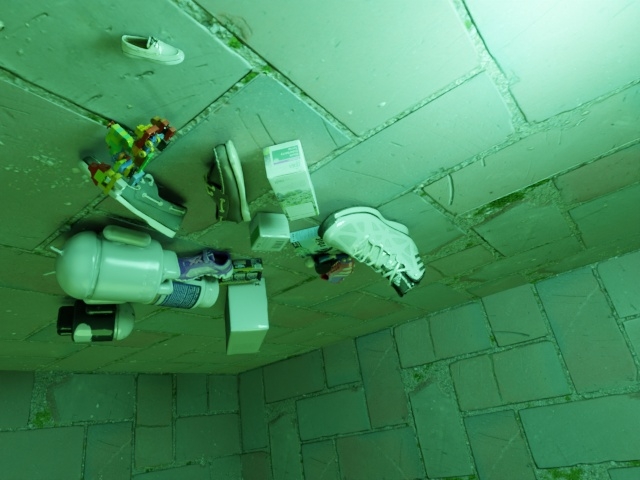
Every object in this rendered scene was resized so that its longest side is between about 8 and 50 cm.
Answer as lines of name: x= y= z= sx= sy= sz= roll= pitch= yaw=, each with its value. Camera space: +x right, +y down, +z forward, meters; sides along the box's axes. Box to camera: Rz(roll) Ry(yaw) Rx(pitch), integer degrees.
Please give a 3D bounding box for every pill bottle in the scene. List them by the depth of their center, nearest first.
pill bottle: x=-0.518 y=0.171 z=1.528 sx=0.153 sy=0.153 sz=0.264 roll=-28 pitch=149 yaw=34

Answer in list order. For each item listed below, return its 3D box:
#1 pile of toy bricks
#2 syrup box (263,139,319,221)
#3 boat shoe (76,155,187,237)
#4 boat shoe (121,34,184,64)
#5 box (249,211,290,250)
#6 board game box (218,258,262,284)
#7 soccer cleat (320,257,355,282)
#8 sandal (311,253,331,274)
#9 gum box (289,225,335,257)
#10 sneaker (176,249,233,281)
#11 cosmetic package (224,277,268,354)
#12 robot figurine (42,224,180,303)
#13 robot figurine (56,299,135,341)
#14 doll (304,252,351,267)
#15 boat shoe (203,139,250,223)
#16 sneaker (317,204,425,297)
pile of toy bricks: x=-0.403 y=-0.197 z=0.867 sx=0.105 sy=0.118 sz=0.212 roll=44 pitch=126 yaw=-13
syrup box: x=-0.071 y=-0.147 z=1.083 sx=0.093 sy=0.096 sz=0.237 roll=-13 pitch=155 yaw=3
boat shoe: x=-0.453 y=-0.121 z=1.040 sx=0.099 sy=0.116 sz=0.319 roll=-52 pitch=146 yaw=-10
boat shoe: x=-0.283 y=-0.325 z=0.704 sx=0.100 sy=0.035 sz=0.035 roll=5 pitch=155 yaw=-15
box: x=-0.162 y=-0.026 z=1.317 sx=0.101 sy=0.087 sz=0.101 roll=4 pitch=152 yaw=-26
board game box: x=-0.315 y=0.123 z=1.626 sx=0.170 sy=0.048 sz=0.141 roll=-3 pitch=156 yaw=-15
soccer cleat: x=0.072 y=0.117 z=1.724 sx=0.095 sy=0.083 sz=0.248 roll=2 pitch=156 yaw=-14
sandal: x=-0.001 y=0.077 z=1.665 sx=0.067 sy=0.040 sz=0.179 roll=-17 pitch=140 yaw=3
gum box: x=0.000 y=0.000 z=1.487 sx=0.184 sy=0.041 sz=0.157 roll=-13 pitch=155 yaw=7
sneaker: x=-0.414 y=0.078 z=1.456 sx=0.236 sy=0.095 sz=0.104 roll=-2 pitch=148 yaw=-27
cosmetic package: x=-0.348 y=0.360 z=1.904 sx=0.161 sy=0.230 sz=0.453 roll=-1 pitch=153 yaw=-16
robot figurine: x=-0.612 y=0.080 z=1.246 sx=0.353 sy=0.200 sz=0.300 roll=10 pitch=121 yaw=-36
robot figurine: x=-0.905 y=0.321 z=1.695 sx=0.278 sy=0.174 sz=0.209 roll=5 pitch=-173 yaw=-28
doll: x=0.024 y=0.070 z=1.564 sx=0.188 sy=0.046 sz=0.129 roll=-8 pitch=174 yaw=-31
boat shoe: x=-0.237 y=-0.131 z=1.041 sx=0.096 sy=0.117 sz=0.324 roll=-9 pitch=161 yaw=-8
sneaker: x=0.204 y=0.042 z=1.359 sx=0.447 sy=0.258 sz=0.169 roll=11 pitch=130 yaw=-43
